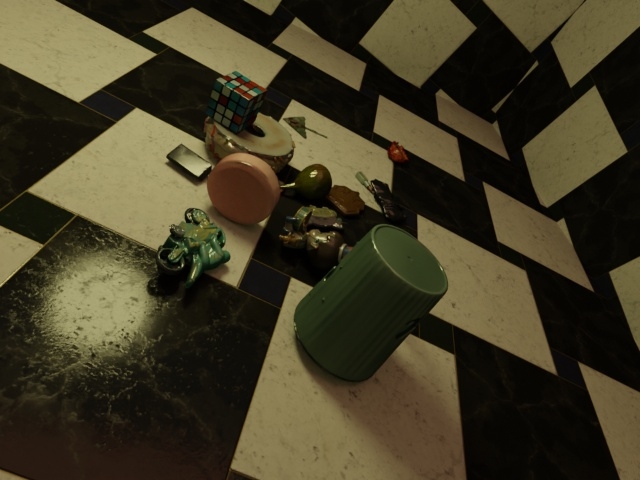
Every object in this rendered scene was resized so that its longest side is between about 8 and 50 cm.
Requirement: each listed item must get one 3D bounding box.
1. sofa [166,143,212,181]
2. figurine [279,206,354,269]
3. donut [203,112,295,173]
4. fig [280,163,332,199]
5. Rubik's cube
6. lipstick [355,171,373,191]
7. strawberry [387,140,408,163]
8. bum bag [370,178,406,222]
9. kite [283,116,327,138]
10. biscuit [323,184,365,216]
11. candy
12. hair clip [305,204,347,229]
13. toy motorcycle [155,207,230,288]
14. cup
[{"bbox_3d":[-0.479,-0.275,1.657,0.147,0.060,0.085,35,53,3],"label":"sofa"},{"bbox_3d":[-0.005,0.008,1.586,0.275,0.158,0.161,34,-3,4],"label":"figurine"},{"bbox_3d":[-0.291,-0.398,1.851,0.383,0.142,0.382,19,38,-16],"label":"donut"},{"bbox_3d":[-0.075,-0.239,1.835,0.259,0.151,0.151,-4,50,-34],"label":"fig"},{"bbox_3d":[-0.320,-0.526,1.732,0.151,0.154,0.155,31,37,0],"label":"Rubik's cube"},{"bbox_3d":[0.216,-0.277,2.179,0.030,0.030,0.129,-7,52,-41],"label":"lipstick"},{"bbox_3d":[0.428,-0.487,2.547,0.121,0.082,0.188,44,23,-19],"label":"strawberry"},{"bbox_3d":[0.309,-0.185,2.120,0.123,0.060,0.248,3,47,-35],"label":"bum bag"},{"bbox_3d":[-0.077,-0.579,2.327,0.250,0.012,0.229,20,39,-19],"label":"kite"},{"bbox_3d":[0.117,-0.183,1.996,0.182,0.034,0.215,42,37,11],"label":"biscuit"},{"bbox_3d":[-0.251,-0.170,1.533,0.255,0.255,0.094,30,37,-4],"label":"candy"},{"bbox_3d":[0.016,-0.086,1.798,0.187,0.056,0.146,15,33,-19],"label":"hair clip"},{"bbox_3d":[-0.370,0.026,1.359,0.198,0.109,0.296,37,34,-11],"label":"toy motorcycle"},{"bbox_3d":[0.144,0.155,1.350,0.310,0.392,0.401,29,31,-14],"label":"cup"}]
